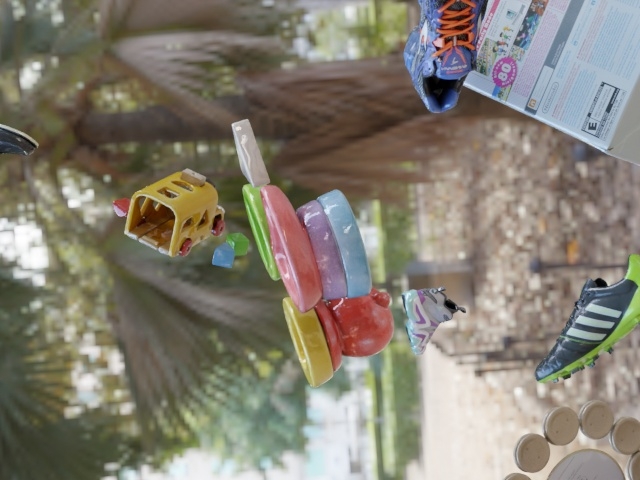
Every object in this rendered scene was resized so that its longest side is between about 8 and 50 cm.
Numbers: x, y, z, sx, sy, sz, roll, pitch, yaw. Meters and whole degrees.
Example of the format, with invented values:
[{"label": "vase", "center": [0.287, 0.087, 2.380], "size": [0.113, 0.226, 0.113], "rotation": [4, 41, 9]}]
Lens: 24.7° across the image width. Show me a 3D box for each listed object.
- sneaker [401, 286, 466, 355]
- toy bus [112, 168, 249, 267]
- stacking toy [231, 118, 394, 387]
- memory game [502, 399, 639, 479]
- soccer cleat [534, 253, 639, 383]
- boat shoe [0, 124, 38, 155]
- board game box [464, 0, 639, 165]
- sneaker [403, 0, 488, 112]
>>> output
[{"label": "sneaker", "center": [0.131, 0.090, 1.650], "size": [0.098, 0.069, 0.038], "rotation": [79, 177, -48]}, {"label": "toy bus", "center": [-0.208, -0.055, 2.243], "size": [0.202, 0.191, 0.104], "rotation": [-121, 41, -54]}, {"label": "stacking toy", "center": [0.000, 0.000, 1.827], "size": [0.309, 0.130, 0.279], "rotation": [85, 165, -59]}, {"label": "memory game", "center": [0.243, 0.239, 1.355], "size": [0.012, 0.186, 0.186], "rotation": [2, 97, 64]}, {"label": "soccer cleat", "center": [0.288, 0.085, 1.543], "size": [0.072, 0.179, 0.060], "rotation": [56, -153, 18]}, {"label": "boat shoe", "center": [-0.390, -0.114, 1.712], "size": [0.049, 0.133, 0.042], "rotation": [60, -134, -58]}, {"label": "board game box", "center": [0.269, -0.241, 1.606], "size": [0.303, 0.097, 0.224], "rotation": [33, 104, 42]}, {"label": "sneaker", "center": [0.139, -0.215, 1.529], "size": [0.221, 0.083, 0.087], "rotation": [92, 170, -61]}]
